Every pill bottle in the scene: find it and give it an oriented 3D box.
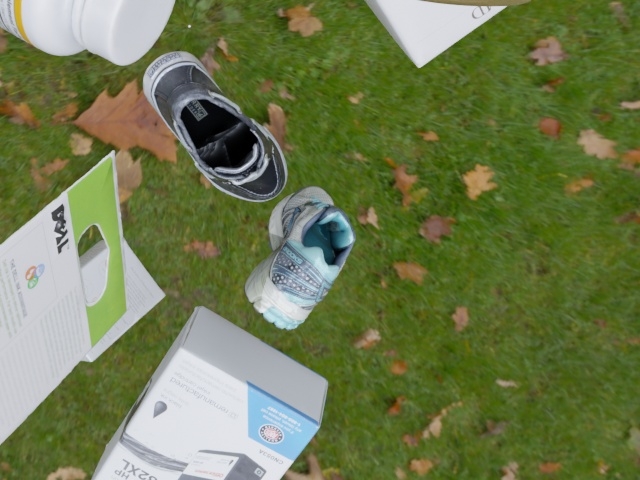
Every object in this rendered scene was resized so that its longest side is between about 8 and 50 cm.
[{"bbox_3d":[-0.213,-0.210,0.617,0.215,0.117,0.117,30,98,8],"label":"pill bottle"}]

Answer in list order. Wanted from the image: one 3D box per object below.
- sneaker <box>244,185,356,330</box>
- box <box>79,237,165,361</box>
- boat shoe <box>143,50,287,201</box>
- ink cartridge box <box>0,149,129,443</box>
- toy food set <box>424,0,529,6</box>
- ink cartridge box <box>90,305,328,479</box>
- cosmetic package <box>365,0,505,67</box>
[{"bbox_3d":[0.000,0.000,1.111,0.110,0.283,0.122,40,118,-16],"label":"sneaker"},{"bbox_3d":[-0.369,0.096,1.428,0.170,0.091,0.130,-44,111,-31],"label":"box"},{"bbox_3d":[-0.112,-0.118,1.107,0.108,0.102,0.301,-37,146,0],"label":"boat shoe"},{"bbox_3d":[-0.256,0.055,0.617,0.097,0.255,0.189,25,138,17],"label":"ink cartridge box"},{"bbox_3d":[0.065,-0.127,0.414,0.083,0.082,0.020,-1,100,-35],"label":"toy food set"},{"bbox_3d":[-0.166,0.286,1.253,0.223,0.129,0.307,31,113,-9],"label":"ink cartridge box"},{"bbox_3d":[0.059,-0.353,0.730,0.197,0.155,0.365,-35,135,10],"label":"cosmetic package"}]
